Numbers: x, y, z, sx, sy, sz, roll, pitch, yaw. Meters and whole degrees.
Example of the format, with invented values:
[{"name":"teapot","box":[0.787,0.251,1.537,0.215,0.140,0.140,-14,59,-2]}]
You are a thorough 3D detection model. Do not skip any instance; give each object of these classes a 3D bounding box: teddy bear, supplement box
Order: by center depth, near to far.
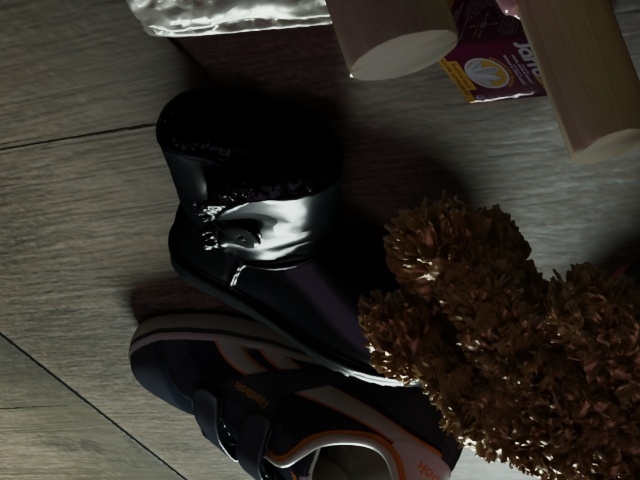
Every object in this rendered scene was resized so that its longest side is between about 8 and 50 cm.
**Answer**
[{"name":"supplement box","box":[0.113,-0.114,1.095,0.083,0.043,0.055,-3,142,38]},{"name":"teddy bear","box":[0.157,0.110,1.210,0.338,0.113,0.245,48,135,7]}]

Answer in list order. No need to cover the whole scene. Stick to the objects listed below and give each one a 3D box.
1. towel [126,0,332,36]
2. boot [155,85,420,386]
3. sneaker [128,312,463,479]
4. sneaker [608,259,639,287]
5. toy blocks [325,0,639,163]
[{"name":"towel","box":[-0.023,-0.205,0.966,0.187,0.049,0.282,-6,149,-2]},{"name":"boot","box":[0.000,0.000,1.317,0.246,0.094,0.207,24,157,8]},{"name":"sneaker","box":[-0.036,0.147,1.576,0.321,0.127,0.126,7,151,28]},{"name":"sneaker","box":[0.197,0.117,1.372,0.136,0.116,0.314,16,150,20]},{"name":"toy blocks","box":[0.146,-0.218,0.750,0.309,0.260,0.288,-24,163,24]}]
